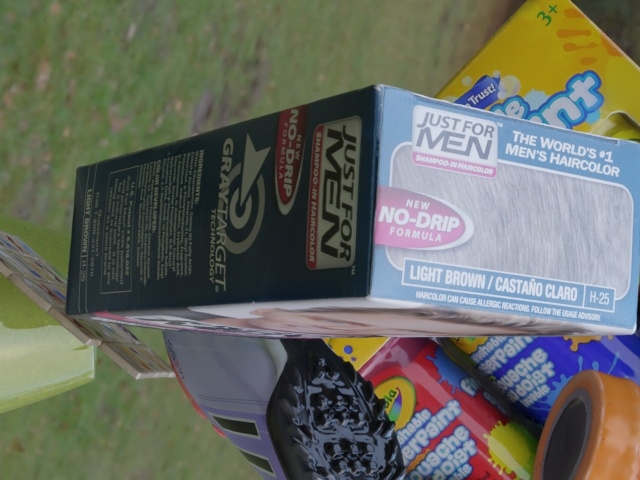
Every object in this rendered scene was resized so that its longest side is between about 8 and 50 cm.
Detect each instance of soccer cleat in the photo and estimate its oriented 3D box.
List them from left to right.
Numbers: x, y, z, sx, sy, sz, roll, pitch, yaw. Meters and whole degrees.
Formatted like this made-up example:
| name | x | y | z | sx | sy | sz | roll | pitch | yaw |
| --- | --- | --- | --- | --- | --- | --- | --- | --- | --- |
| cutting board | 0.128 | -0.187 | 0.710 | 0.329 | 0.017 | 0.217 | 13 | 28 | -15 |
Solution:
| name | x | y | z | sx | sy | sz | roll | pitch | yaw |
| --- | --- | --- | --- | --- | --- | --- | --- | --- | --- |
| soccer cleat | -0.040 | 0.113 | 1.037 | 0.109 | 0.318 | 0.116 | 6 | 133 | -42 |

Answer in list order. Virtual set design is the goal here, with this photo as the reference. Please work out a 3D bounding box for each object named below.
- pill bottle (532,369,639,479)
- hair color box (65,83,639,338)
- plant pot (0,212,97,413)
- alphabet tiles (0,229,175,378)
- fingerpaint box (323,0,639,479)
| name | x | y | z | sx | sy | sz | roll | pitch | yaw |
| --- | --- | --- | --- | --- | --- | --- | --- | --- | --- |
| pill bottle | 0.242 | 0.147 | 0.772 | 0.130 | 0.246 | 0.130 | -161 | -90 | -82 |
| hair color box | 0.000 | 0.000 | 0.821 | 0.347 | 0.174 | 0.105 | -8 | -103 | 57 |
| plant pot | -0.367 | 0.073 | 1.381 | 0.275 | 0.294 | 0.274 | -179 | -90 | -83 |
| alphabet tiles | -0.212 | 0.049 | 1.177 | 0.009 | 0.198 | 0.237 | -50 | 175 | -2 |
| fingerpaint box | 0.177 | 0.059 | 1.271 | 0.445 | 0.371 | 0.163 | -45 | 177 | 7 |
